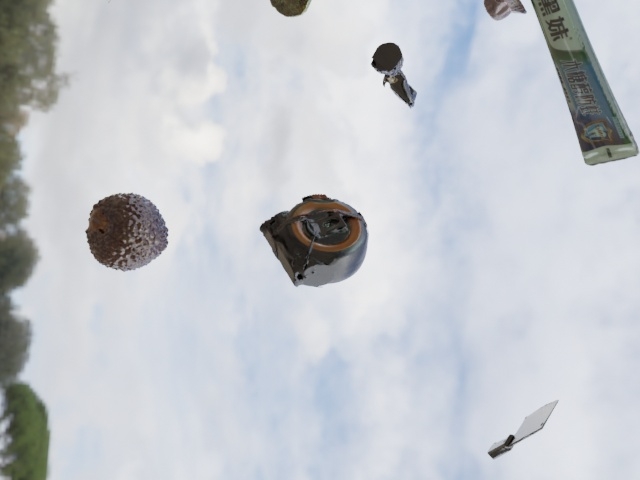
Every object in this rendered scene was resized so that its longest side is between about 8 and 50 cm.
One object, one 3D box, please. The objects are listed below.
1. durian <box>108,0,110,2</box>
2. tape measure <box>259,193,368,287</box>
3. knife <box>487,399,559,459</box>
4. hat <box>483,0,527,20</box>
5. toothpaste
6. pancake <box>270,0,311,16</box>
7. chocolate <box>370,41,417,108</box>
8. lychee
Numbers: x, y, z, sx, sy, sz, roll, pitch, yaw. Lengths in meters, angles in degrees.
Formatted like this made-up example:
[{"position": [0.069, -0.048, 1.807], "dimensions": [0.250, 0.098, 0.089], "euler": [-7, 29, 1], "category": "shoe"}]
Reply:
[{"position": [-0.285, -0.604, 1.979], "dimensions": [0.355, 0.157, 0.169], "euler": [-25, -109, 11], "category": "durian"}, {"position": [0.000, 0.000, 2.441], "dimensions": [0.202, 0.223, 0.135], "euler": [56, -24, 34], "category": "tape measure"}, {"position": [0.344, 0.321, 1.836], "dimensions": [0.072, 0.019, 0.245], "euler": [-51, 176, -26], "category": "knife"}, {"position": [0.282, -0.364, 1.680], "dimensions": [0.042, 0.087, 0.058], "euler": [-33, -92, 34], "category": "hat"}, {"position": [0.412, -0.296, 1.763], "dimensions": [0.098, 0.061, 0.392], "euler": [-10, -65, 39], "category": "toothpaste"}, {"position": [-0.042, -0.376, 1.593], "dimensions": [0.108, 0.017, 0.108], "euler": [14, -72, 50], "category": "pancake"}, {"position": [0.137, -0.306, 2.028], "dimensions": [0.147, 0.070, 0.072], "euler": [65, 10, -59], "category": "chocolate"}, {"position": [-0.423, -0.016, 2.408], "dimensions": [0.188, 0.188, 0.188], "euler": [-28, -122, 59], "category": "lychee"}]
